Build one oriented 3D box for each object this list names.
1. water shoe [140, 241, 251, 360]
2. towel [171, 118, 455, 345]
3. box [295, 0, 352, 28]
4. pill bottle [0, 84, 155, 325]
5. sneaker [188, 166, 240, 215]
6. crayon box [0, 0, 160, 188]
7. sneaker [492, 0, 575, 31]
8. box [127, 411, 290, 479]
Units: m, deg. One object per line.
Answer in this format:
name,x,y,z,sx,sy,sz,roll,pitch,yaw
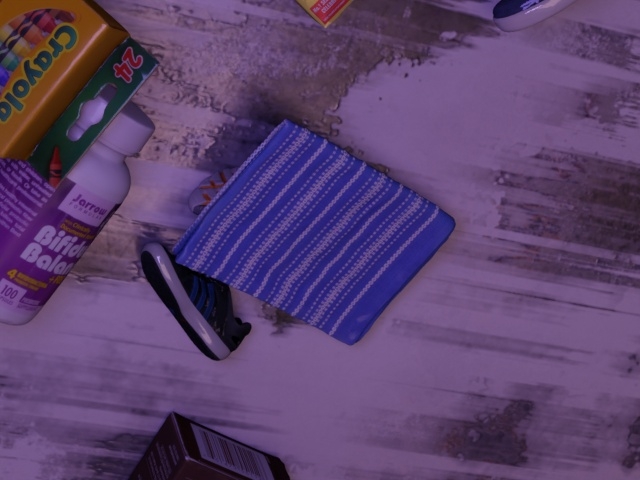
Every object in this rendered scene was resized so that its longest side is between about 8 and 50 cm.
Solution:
water shoe,-0.167,0.067,2.069,0.080,0.073,0.203,-42,122,-20
towel,0.000,0.000,2.032,0.336,0.040,0.243,28,111,-38
box,-0.050,-0.372,1.915,0.087,0.058,0.232,-44,116,4
pill bottle,-0.340,-0.057,1.904,0.169,0.169,0.301,34,101,-24
sneaker,-0.066,-0.053,2.031,0.215,0.084,0.083,-9,119,-13
crayon box,-0.367,-0.236,1.782,0.318,0.081,0.202,41,98,9
sneaker,0.326,-0.422,1.969,0.350,0.131,0.148,-45,109,-1
box,-0.217,0.451,2.166,0.191,0.143,0.381,27,104,-23
